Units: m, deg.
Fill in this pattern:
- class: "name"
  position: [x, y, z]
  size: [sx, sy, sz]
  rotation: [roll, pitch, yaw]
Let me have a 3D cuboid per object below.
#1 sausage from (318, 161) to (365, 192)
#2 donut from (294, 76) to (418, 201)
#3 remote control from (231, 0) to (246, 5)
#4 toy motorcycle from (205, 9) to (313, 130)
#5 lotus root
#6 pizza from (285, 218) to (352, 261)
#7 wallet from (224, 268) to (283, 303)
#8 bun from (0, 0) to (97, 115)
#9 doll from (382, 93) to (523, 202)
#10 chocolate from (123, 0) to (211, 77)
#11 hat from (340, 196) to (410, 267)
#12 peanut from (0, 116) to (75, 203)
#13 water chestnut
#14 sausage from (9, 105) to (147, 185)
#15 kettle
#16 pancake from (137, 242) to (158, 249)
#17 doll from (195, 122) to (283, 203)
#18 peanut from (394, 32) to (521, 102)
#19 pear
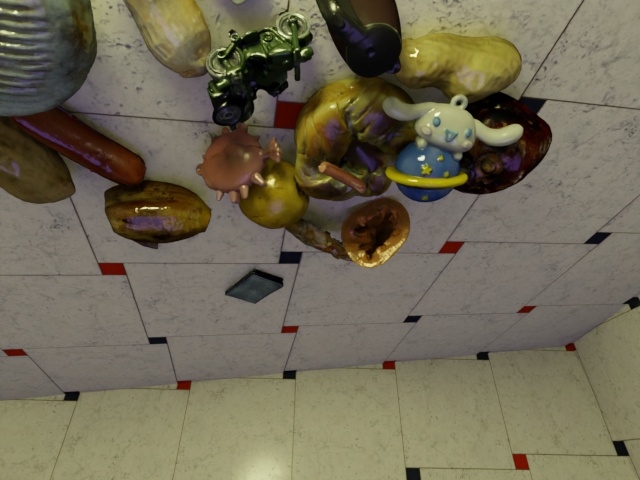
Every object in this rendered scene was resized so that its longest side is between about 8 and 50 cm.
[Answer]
- class: "sausage"
  position: [0.056, -0.160, 1.041]
  size: [0.147, 0.030, 0.035]
  rotation: [23, 127, -32]
- class: "donut"
  position: [0.090, -0.250, 1.093]
  size: [0.359, 0.170, 0.360]
  rotation: [-5, 142, -4]
- class: "remote control"
  position: [-0.191, -0.533, 0.764]
  size: [0.087, 0.029, 0.190]
  rotation: [-30, 139, 27]
- class: "toy motorcycle"
  position: [-0.132, -0.359, 0.901]
  size: [0.275, 0.127, 0.205]
  rotation: [-31, 167, -10]
- class: "lotus root"
  position: [-0.472, -0.073, 1.216]
  size: [0.290, 0.193, 0.193]
  rotation: [0, 143, -17]
- class: "pizza"
  position: [0.000, -0.001, 1.414]
  size: [0.296, 0.189, 0.071]
  rotation: [26, 87, -35]
- class: "wallet"
  position: [-0.277, 0.198, 1.744]
  size: [0.167, 0.036, 0.222]
  rotation: [23, 135, -37]
- class: "bun"
  position: [-0.577, -0.400, 0.715]
  size: [0.361, 0.211, 0.362]
  rotation: [-3, 144, -2]
- class: "doll"
  position: [0.298, -0.211, 0.972]
  size: [0.310, 0.159, 0.243]
  rotation: [1, 104, 6]
- class: "chocolate"
  position: [-0.306, -0.451, 0.776]
  size: [0.134, 0.134, 0.309]
  rotation: [-16, 141, 10]
- class: "hat"
  position: [0.209, 0.010, 1.460]
  size: [0.233, 0.245, 0.233]
  rotation: [-8, 159, 13]
- class: "peanut"
  position: [-0.772, -0.209, 0.973]
  size: [0.192, 0.170, 0.387]
  rotation: [-19, 143, 24]
- class: "water chestnut"
  position: [0.448, -0.247, 1.100]
  size: [0.244, 0.289, 0.289]
  rotation: [16, 138, -37]
- class: "sausage"
  position: [-0.593, -0.237, 1.027]
  size: [0.102, 0.102, 0.330]
  rotation: [-27, 141, 24]
- class: "kettle"
  position: [0.071, -0.431, 0.785]
  size: [0.144, 0.232, 0.202]
  rotation: [-34, 137, 29]
- class: "pancake"
  position: [-0.561, -0.031, 1.385]
  size: [0.184, 0.020, 0.191]
  rotation: [-6, 144, -4]
- class: "doll"
  position: [-0.216, -0.203, 1.064]
  size: [0.261, 0.211, 0.093]
  rotation: [-15, 167, 21]
- class: "peanut"
  position: [0.319, -0.397, 0.957]
  size: [0.318, 0.148, 0.148]
  rotation: [-2, 144, -14]
- class: "pear"
  position: [-0.142, -0.133, 1.182]
  size: [0.208, 0.209, 0.209]
  rotation: [-5, 144, -4]
